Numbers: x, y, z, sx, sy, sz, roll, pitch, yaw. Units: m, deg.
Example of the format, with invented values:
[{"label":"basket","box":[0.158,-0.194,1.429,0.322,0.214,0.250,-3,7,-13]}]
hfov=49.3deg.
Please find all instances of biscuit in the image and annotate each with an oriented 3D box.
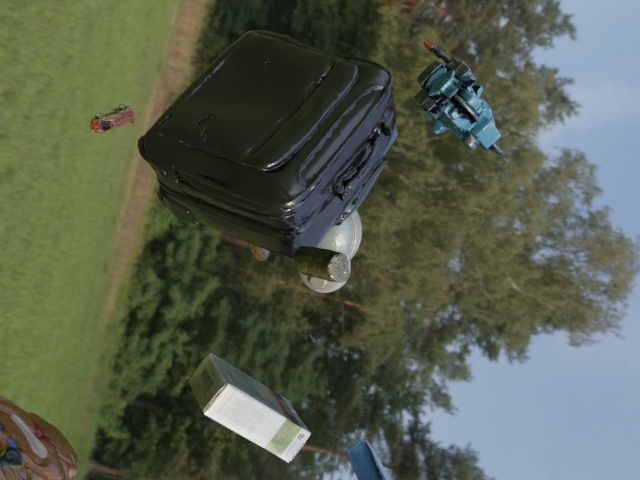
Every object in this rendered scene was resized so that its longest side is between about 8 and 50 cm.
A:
[{"label":"biscuit","box":[-0.454,0.298,1.022,0.047,0.202,0.334,-42,161,-7]}]

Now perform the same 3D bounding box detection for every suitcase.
[{"label":"suitcase","box":[-0.066,-0.158,1.105,0.345,0.340,0.188,-53,153,-31]}]

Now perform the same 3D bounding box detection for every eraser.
[{"label":"eraser","box":[0.127,0.451,1.012,0.311,0.043,0.144,61,-2,43]}]

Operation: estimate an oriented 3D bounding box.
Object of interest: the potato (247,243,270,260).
[{"label":"potato","box":[-0.181,-0.028,1.853,0.089,0.100,0.172,-15,-134,30]}]

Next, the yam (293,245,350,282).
[{"label":"yam","box":[0.001,0.031,0.931,0.094,0.043,0.043,7,-100,52]}]

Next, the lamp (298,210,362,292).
[{"label":"lamp","box":[-0.001,0.002,1.532,0.108,0.180,0.245,-28,121,-55]}]

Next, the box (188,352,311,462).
[{"label":"box","box":[-0.192,0.447,1.876,0.106,0.299,0.200,-54,-155,-1]}]

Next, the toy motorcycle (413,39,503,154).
[{"label":"toy motorcycle","box":[0.249,-0.248,1.269,0.123,0.272,0.182,-45,-117,11]}]

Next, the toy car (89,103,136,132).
[{"label":"toy car","box":[-0.565,-0.327,1.892,0.035,0.122,0.059,48,-28,29]}]
